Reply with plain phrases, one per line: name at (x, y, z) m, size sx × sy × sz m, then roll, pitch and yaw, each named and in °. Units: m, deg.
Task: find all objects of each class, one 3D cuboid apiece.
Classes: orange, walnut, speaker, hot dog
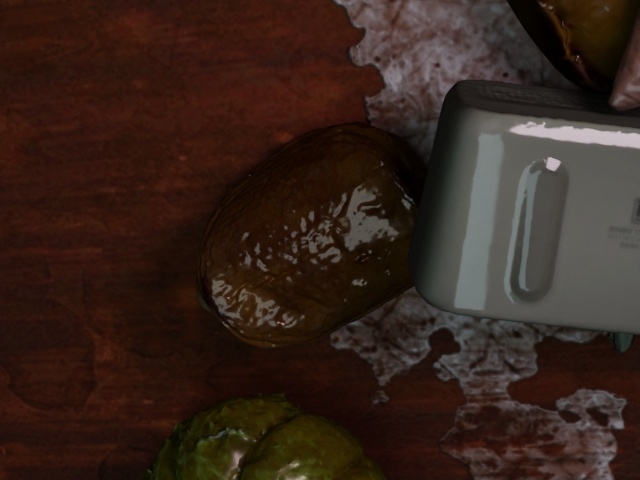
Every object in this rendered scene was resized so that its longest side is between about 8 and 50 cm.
orange at (-0.049, 0.313, 1.688) m, size 0.300 × 0.223 × 0.301 m, roll 21°, pitch 119°, yaw 24°
walnut at (0.234, -0.233, 1.403) m, size 0.137 × 0.137 × 0.245 m, roll -27°, pitch 106°, yaw 25°
speaker at (0.293, -0.025, 1.411) m, size 0.406 × 0.183 × 0.184 m, roll 6°, pitch 107°, yaw -3°
hot dog at (0.000, 0.000, 1.586) m, size 0.272 × 0.122 × 0.196 m, roll -35°, pitch 97°, yaw 24°

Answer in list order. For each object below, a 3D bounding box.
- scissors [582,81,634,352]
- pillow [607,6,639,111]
scissors at (0.308, -0.022, 1.528) m, size 0.138 × 0.041 × 0.289 m, roll 5°, pitch 111°, yaw 9°
pillow at (0.360, -0.220, 1.345) m, size 0.084 × 0.223 × 0.236 m, roll 41°, pitch 132°, yaw 43°
